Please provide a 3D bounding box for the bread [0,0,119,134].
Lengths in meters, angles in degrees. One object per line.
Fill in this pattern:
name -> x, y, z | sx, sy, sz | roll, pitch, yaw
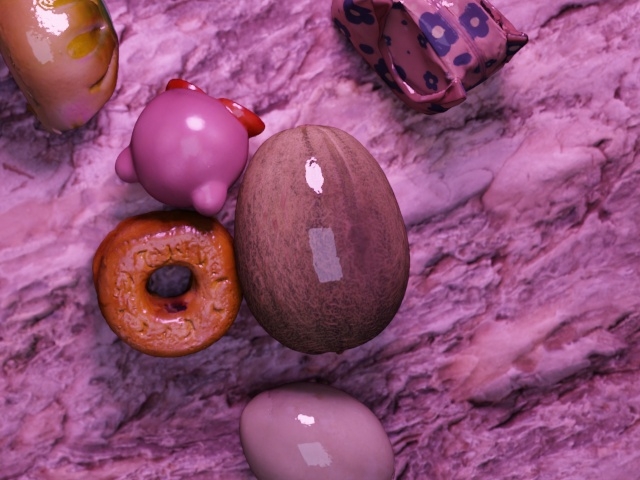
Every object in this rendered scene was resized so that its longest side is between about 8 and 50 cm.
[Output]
bread -> -0.363, -0.282, 1.393 | 0.158, 0.156, 0.261 | -23, 102, -4

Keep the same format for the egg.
egg -> -0.005, 0.308, 1.524 | 0.253, 0.186, 0.187 | 27, 93, -14

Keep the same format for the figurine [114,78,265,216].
figurine -> -0.185, -0.127, 1.439 | 0.173, 0.173, 0.173 | -1, 99, -9

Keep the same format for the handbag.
handbag -> 0.154, -0.308, 1.456 | 0.190, 0.193, 0.251 | -45, 103, -5

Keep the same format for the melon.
melon -> 0.000, 0.000, 1.451 | 0.248, 0.248, 0.329 | -10, 96, -8

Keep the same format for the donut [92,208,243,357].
donut -> -0.218, 0.061, 1.491 | 0.226, 0.114, 0.227 | -2, 100, -11
